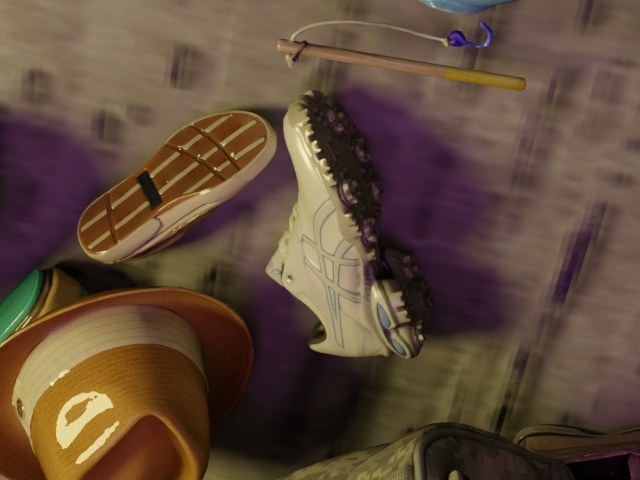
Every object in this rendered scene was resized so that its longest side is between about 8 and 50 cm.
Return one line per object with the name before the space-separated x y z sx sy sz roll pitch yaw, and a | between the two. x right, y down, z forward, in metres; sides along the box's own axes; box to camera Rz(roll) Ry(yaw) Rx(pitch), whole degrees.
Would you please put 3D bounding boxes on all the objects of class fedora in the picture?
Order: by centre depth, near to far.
fedora | -0.118 0.112 0.907 0.194 0.079 0.194 -14 141 -12

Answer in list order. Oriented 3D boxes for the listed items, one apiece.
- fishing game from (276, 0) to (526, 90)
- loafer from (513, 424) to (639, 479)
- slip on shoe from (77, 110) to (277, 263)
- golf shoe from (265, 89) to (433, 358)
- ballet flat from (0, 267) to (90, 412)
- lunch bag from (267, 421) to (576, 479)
fishing game | 0.074 -0.206 0.762 0.189 0.041 0.264 4 115 -5
loafer | 0.183 0.142 0.952 0.125 0.039 0.045 2 120 6
slip on shoe | -0.078 -0.028 0.885 0.135 0.051 0.041 -35 151 15
golf shoe | 0.000 0.000 0.877 0.086 0.069 0.176 -12 117 20
ballet flat | -0.221 0.106 0.960 0.232 0.080 0.073 -37 122 25
lunch bag | 0.012 0.232 0.882 0.305 0.213 0.256 -24 132 29
